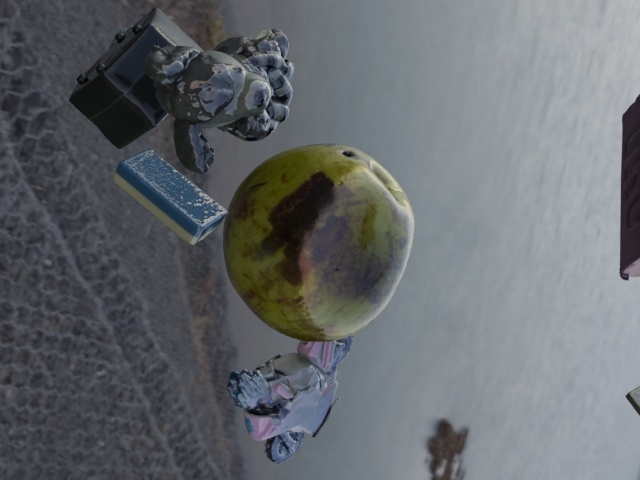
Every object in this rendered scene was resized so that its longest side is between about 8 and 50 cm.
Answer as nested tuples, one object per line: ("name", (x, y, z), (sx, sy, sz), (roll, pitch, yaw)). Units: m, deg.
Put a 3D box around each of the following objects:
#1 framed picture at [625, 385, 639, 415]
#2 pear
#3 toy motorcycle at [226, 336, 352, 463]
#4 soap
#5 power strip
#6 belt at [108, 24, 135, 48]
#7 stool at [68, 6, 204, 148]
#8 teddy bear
("framed picture", (0.548, 0.234, 1.331), (0.203, 0.150, 0.015), (-23, 154, -21))
("pear", (0.000, 0.000, 1.344), (0.283, 0.284, 0.283), (-48, 146, -48))
("toy motorcycle", (-0.055, 0.219, 1.462), (0.204, 0.108, 0.239), (29, 71, -45))
("soap", (0.376, -0.066, 1.040), (0.122, 0.066, 0.203), (104, -7, -71))
("power strip", (-0.166, -0.049, 1.041), (0.032, 0.123, 0.056), (-56, 170, 34))
("belt", (-0.359, -0.348, 1.851), (0.058, 0.105, 0.140), (-86, 174, -58))
("stool", (-0.314, -0.283, 1.645), (0.141, 0.232, 0.232), (46, 54, -21))
("teddy bear", (-0.123, -0.181, 1.259), (0.251, 0.144, 0.171), (-43, 140, -60))
